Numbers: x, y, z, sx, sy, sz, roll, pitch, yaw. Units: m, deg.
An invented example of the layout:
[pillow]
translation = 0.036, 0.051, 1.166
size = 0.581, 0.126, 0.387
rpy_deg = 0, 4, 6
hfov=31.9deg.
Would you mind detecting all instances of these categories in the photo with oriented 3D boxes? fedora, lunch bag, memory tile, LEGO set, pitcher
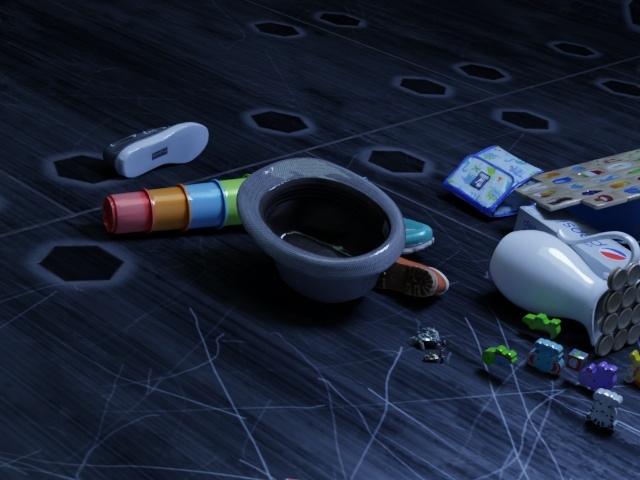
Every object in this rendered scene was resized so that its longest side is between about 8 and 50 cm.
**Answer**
[fedora]
translation = 0.000, 0.000, 1.739
size = 0.275, 0.124, 0.244
rpy_deg = 33, 46, 29
[lunch bag]
translation = 0.330, -0.107, 2.149
size = 0.151, 0.096, 0.129
rpy_deg = -27, 44, -31
[memory tile]
translation = 0.459, 0.100, 1.692
size = 0.113, 0.148, 0.012
rpy_deg = -15, 30, -39
[LEGO set]
translation = 0.162, 0.146, 1.633
size = 0.054, 0.023, 0.083
rpy_deg = -2, 28, -24
[pitcher]
translation = 0.383, 0.043, 1.753
size = 0.207, 0.178, 0.125
rpy_deg = 30, 7, 34

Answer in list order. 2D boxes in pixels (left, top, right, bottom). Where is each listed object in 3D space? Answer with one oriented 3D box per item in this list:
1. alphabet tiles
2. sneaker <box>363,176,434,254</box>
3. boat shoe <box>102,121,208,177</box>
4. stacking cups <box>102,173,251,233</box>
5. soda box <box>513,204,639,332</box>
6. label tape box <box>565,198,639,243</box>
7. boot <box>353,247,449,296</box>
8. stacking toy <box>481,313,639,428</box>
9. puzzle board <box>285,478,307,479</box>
[alphabet tiles]
translation = 0.531, -0.112, 1.988
size = 0.342, 0.011, 0.285
rpy_deg = -14, 16, -9
[sneaker]
translation = 0.065, -0.050, 1.907
size = 0.275, 0.110, 0.107
rpy_deg = 22, 28, 22
[boat shoe]
translation = -0.308, -0.176, 2.082
size = 0.076, 0.080, 0.228
rpy_deg = 27, 38, 30
[stacking cups]
translation = -0.199, -0.064, 1.854
size = 0.316, 0.096, 0.096
rpy_deg = -4, 29, -28
[soda box]
translation = 0.439, 0.042, 1.863
size = 0.091, 0.098, 0.286
rpy_deg = -5, 30, -31
[label tape box]
translation = 0.584, -0.075, 2.065
size = 0.347, 0.115, 0.249
rpy_deg = -6, 10, -33
[boot]
translation = 0.129, 0.054, 1.791
size = 0.158, 0.059, 0.084
rpy_deg = 21, 10, 31
[stacking toy]
translation = 0.359, 0.182, 1.608
size = 0.221, 0.052, 0.167
rpy_deg = 22, 26, 28
[puzzle board]
translation = 0.022, 0.305, 1.268
size = 0.128, 0.011, 0.096
rpy_deg = 8, 26, -5
